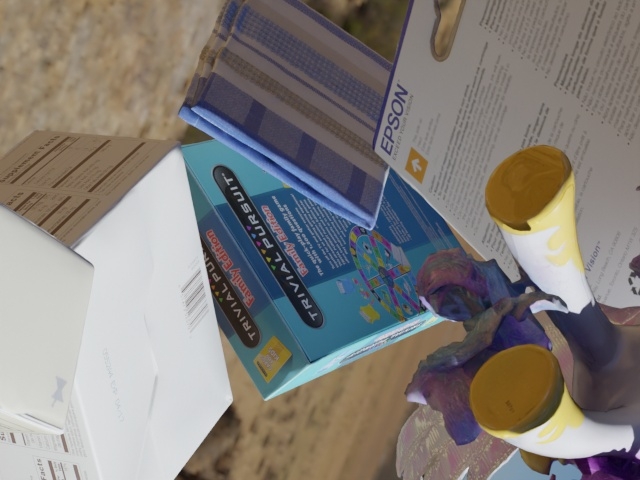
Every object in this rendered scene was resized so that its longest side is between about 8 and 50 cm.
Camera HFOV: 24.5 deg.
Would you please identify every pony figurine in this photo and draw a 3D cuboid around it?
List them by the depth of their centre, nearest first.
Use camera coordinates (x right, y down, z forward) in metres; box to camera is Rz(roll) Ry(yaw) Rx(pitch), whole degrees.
[{"bbox_3d":[0.187,0.084,0.797,0.351,0.303,0.363,-40,143,6],"label":"pony figurine"}]

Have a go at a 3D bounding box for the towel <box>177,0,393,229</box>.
[{"bbox_3d":[-0.020,-0.139,1.386,0.034,0.209,0.285,-50,-164,32],"label":"towel"}]

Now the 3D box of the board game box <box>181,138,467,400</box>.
[{"bbox_3d":[0.000,0.000,1.549,0.079,0.254,0.336,-41,166,37],"label":"board game box"}]

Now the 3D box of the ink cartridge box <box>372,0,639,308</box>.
[{"bbox_3d":[0.187,-0.109,1.038,0.071,0.330,0.324,-13,135,-32],"label":"ink cartridge box"}]

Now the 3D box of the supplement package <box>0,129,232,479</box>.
[{"bbox_3d":[-0.196,0.073,1.185,0.204,0.145,0.262,-52,141,-50],"label":"supplement package"}]

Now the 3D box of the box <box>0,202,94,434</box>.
[{"bbox_3d":[-0.322,0.049,0.971,0.148,0.311,0.121,45,49,-61],"label":"box"}]
